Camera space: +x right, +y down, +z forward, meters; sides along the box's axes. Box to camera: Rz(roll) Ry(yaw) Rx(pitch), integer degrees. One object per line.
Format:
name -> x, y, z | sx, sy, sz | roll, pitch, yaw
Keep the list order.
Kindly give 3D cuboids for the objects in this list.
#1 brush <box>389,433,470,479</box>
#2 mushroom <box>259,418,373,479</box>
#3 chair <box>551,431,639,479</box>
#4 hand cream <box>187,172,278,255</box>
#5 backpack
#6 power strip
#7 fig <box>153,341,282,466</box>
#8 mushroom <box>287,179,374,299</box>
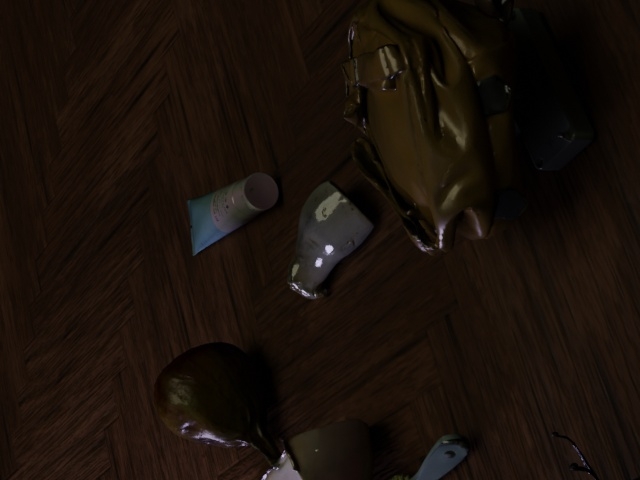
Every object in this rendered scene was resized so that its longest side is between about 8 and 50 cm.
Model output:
brush -> 0.133, 0.362, 1.878 | 0.297, 0.068, 0.060 | -54, 23, 36
mushroom -> 0.020, 0.387, 1.944 | 0.162, 0.173, 0.236 | 66, 156, 20
chair -> 0.373, 0.304, 1.463 | 0.174, 0.149, 0.213 | -101, -7, -78
hand cream -> -0.174, -0.052, 2.315 | 0.312, 0.070, 0.111 | -21, 74, 60
backpack -> 0.146, -0.179, 1.653 | 0.378, 0.201, 0.354 | -122, 21, -56
power strip -> 0.270, -0.186, 1.690 | 0.145, 0.061, 0.216 | -50, 50, 47
fig -> -0.164, 0.323, 2.201 | 0.190, 0.190, 0.290 | -44, 72, 45
mushroom -> 0.000, 0.000, 2.033 | 0.116, 0.093, 0.225 | 48, 124, 17
